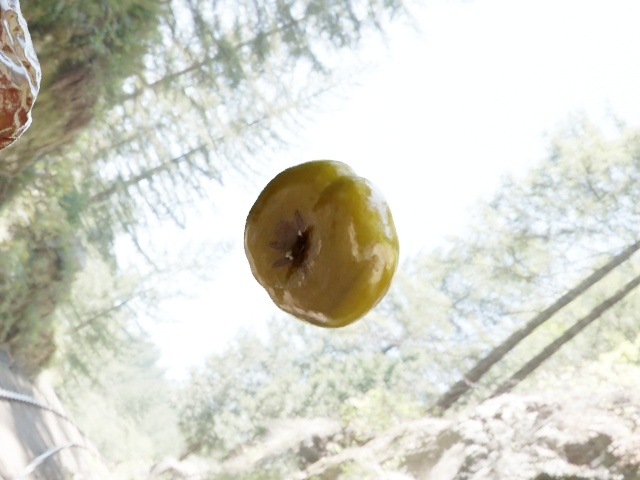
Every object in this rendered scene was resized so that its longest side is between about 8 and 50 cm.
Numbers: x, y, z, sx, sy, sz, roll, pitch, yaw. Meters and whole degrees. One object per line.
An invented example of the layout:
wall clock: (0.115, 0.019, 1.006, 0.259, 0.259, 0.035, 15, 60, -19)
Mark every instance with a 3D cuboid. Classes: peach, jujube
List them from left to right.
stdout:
jujube: (-0.400, -0.216, 0.832, 0.174, 0.174, 0.250, 38, -39, 47)
peach: (0.000, 0.000, 0.797, 0.179, 0.103, 0.179, 8, -78, 39)
